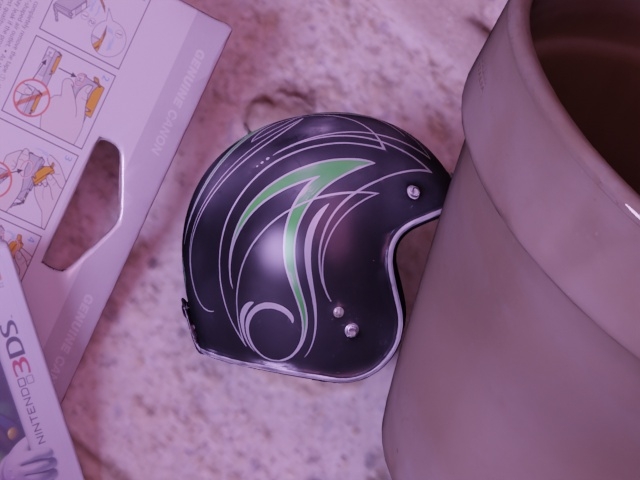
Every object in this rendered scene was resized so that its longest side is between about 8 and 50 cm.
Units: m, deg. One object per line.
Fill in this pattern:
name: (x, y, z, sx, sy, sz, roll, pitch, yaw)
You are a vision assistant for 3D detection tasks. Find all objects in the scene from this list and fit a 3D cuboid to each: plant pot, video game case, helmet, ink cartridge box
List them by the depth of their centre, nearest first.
plant pot: (0.176, 0.050, 0.861, 0.323, 0.280, 0.323, 22, 35, -16)
video game case: (-0.249, 0.109, 0.925, 0.190, 0.022, 0.173, -20, 110, -16)
ink cartridge box: (-0.229, -0.060, 0.962, 0.261, 0.066, 0.296, 27, 84, -31)
helmet: (0.000, 0.000, 0.979, 0.169, 0.169, 0.161, 8, 91, -10)
